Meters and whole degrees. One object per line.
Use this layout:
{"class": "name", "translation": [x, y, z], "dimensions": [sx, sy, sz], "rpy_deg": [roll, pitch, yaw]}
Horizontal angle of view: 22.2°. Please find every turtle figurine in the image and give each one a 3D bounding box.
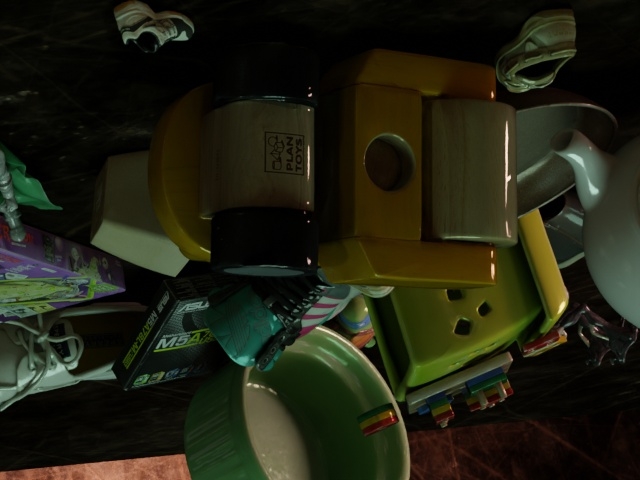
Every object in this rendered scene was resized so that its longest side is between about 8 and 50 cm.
{"class": "turtle figurine", "translation": [0.095, 0.155, 2.363], "dimensions": [0.274, 0.198, 0.266], "rpy_deg": [-3, 168, -11]}

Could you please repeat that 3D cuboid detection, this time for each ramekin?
{"class": "ramekin", "translation": [-0.037, 0.273, 2.175], "dimensions": [0.303, 0.303, 0.148], "rpy_deg": [6, 152, -46]}

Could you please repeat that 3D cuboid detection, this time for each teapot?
{"class": "teapot", "translation": [0.394, -0.021, 1.667], "dimensions": [0.256, 0.253, 0.187], "rpy_deg": [-21, 161, -4]}

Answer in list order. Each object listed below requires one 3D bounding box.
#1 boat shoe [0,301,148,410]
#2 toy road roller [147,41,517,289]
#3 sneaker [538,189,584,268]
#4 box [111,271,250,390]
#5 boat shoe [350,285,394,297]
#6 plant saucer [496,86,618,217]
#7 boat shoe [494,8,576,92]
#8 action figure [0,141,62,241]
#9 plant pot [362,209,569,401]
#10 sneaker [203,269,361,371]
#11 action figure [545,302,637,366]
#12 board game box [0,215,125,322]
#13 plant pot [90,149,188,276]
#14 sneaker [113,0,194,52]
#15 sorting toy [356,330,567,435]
{"class": "boat shoe", "translation": [-0.357, 0.141, 2.128], "dimensions": [0.367, 0.136, 0.156], "rpy_deg": [-4, 165, -33]}
{"class": "toy road roller", "translation": [0.000, -0.058, 1.510], "dimensions": [0.329, 0.203, 0.240], "rpy_deg": [4, 173, -27]}
{"class": "sneaker", "translation": [0.294, -0.026, 2.083], "dimensions": [0.118, 0.083, 0.222], "rpy_deg": [18, 161, -24]}
{"class": "box", "translation": [-0.159, 0.112, 2.142], "dimensions": [0.190, 0.045, 0.184], "rpy_deg": [-8, 145, -43]}
{"class": "boat shoe", "translation": [0.000, 0.000, 1.812], "dimensions": [0.190, 0.068, 0.072], "rpy_deg": [26, -176, 10]}
{"class": "plant saucer", "translation": [0.160, -0.078, 1.719], "dimensions": [0.310, 0.050, 0.310], "rpy_deg": [-17, 158, -7]}
{"class": "boat shoe", "translation": [0.201, -0.164, 1.510], "dimensions": [0.056, 0.048, 0.153], "rpy_deg": [-6, 165, -15]}
{"class": "action figure", "translation": [-0.332, -0.054, 1.564], "dimensions": [0.137, 0.063, 0.232], "rpy_deg": [-6, 162, -2]}
{"class": "plant pot", "translation": [0.165, 0.045, 1.955], "dimensions": [0.207, 0.228, 0.227], "rpy_deg": [-16, 166, -7]}
{"class": "sneaker", "translation": [-0.053, 0.068, 1.992], "dimensions": [0.178, 0.124, 0.295], "rpy_deg": [-34, 168, -18]}
{"class": "action figure", "translation": [0.325, 0.091, 2.407], "dimensions": [0.275, 0.141, 0.164], "rpy_deg": [18, 171, -3]}
{"class": "board game box", "translation": [-0.395, 0.036, 1.886], "dimensions": [0.208, 0.056, 0.347], "rpy_deg": [-10, 166, 18]}
{"class": "plant pot", "translation": [-0.179, -0.033, 1.660], "dimensions": [0.096, 0.109, 0.109], "rpy_deg": [7, 161, -16]}
{"class": "sneaker", "translation": [-0.133, -0.165, 1.309], "dimensions": [0.032, 0.037, 0.083], "rpy_deg": [-23, 162, 36]}
{"class": "sorting toy", "translation": [0.179, 0.183, 1.952], "dimensions": [0.274, 0.046, 0.132], "rpy_deg": [-23, 169, -2]}
